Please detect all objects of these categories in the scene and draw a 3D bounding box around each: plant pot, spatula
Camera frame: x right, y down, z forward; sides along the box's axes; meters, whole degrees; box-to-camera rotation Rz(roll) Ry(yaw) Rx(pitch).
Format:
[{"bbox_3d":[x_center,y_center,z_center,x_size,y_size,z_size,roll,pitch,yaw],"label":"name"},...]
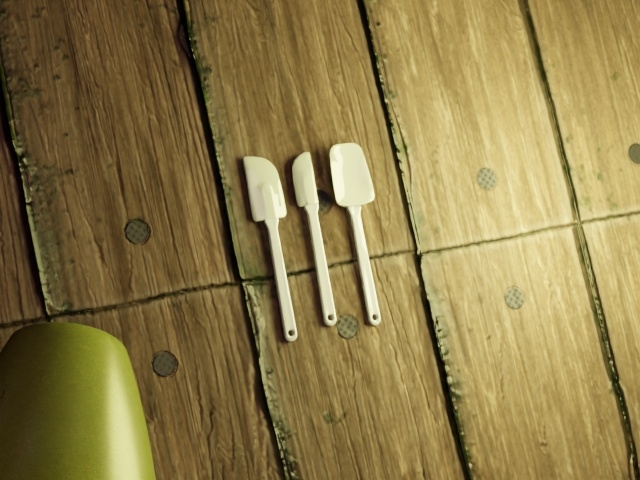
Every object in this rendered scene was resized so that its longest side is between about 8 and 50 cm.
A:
[{"bbox_3d":[-0.294,0.248,1.702,0.275,0.275,0.293,14,59,-19],"label":"plant pot"},{"bbox_3d":[0.000,0.000,1.986,0.168,0.019,0.242,-8,83,-25],"label":"spatula"}]
